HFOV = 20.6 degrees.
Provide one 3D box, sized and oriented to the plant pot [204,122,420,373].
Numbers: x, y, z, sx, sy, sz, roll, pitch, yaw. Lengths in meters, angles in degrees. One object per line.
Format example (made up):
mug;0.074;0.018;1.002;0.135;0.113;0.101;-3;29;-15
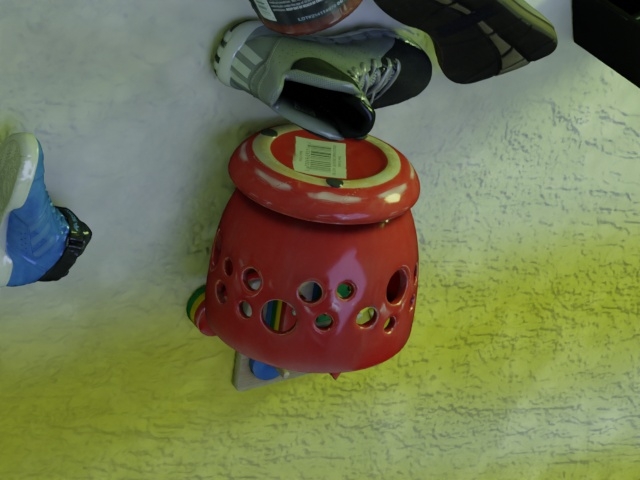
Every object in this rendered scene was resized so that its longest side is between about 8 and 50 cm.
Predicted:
plant pot;0.000;0.000;1.564;0.191;0.191;0.174;-9;123;-32

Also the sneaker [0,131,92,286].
sneaker;-0.230;-0.026;1.461;0.085;0.058;0.152;-2;127;-29

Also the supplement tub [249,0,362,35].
supplement tub;-0.036;-0.264;1.397;0.106;0.106;0.198;-37;136;-9

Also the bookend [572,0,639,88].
bookend;0.350;-0.215;1.689;0.156;0.157;0.072;-26;134;-18

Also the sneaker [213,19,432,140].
sneaker;0.028;-0.125;1.529;0.229;0.132;0.086;-1;122;-36

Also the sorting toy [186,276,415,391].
sorting toy;-0.005;0.087;1.727;0.274;0.046;0.132;-12;128;-31

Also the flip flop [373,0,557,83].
flip flop;0.125;-0.215;1.567;0.112;0.080;0.277;-21;153;26
